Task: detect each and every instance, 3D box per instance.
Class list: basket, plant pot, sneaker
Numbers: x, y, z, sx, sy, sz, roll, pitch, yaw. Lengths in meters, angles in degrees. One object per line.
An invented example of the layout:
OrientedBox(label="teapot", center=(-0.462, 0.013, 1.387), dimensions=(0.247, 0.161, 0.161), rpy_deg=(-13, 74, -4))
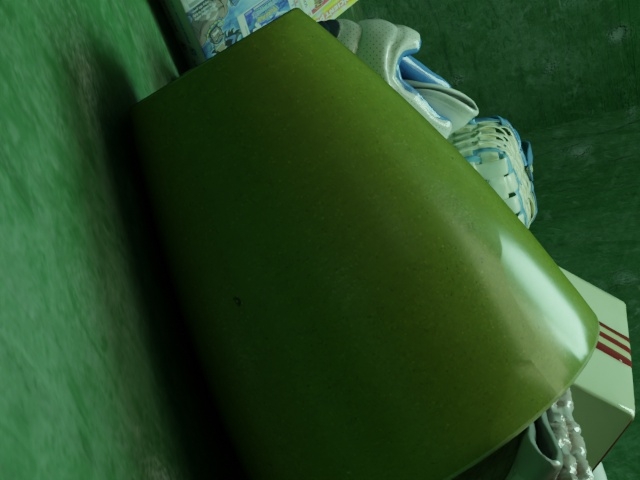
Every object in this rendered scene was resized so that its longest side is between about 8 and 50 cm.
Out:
OrientedBox(label="basket", center=(0.195, -0.080, 1.851), dimensions=(0.289, 0.255, 0.201), rpy_deg=(-76, 150, -66))
OrientedBox(label="plant pot", center=(0.000, 0.000, 0.860), dimensions=(0.293, 0.275, 0.275), rpy_deg=(58, 11, -9))
OrientedBox(label="sneaker", center=(0.032, -0.043, 1.075), dimensions=(0.130, 0.236, 0.322), rpy_deg=(-93, 166, -52))

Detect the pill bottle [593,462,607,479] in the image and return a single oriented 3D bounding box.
OrientedBox(label="pill bottle", center=(0.183, 0.334, 1.333), dimensions=(0.162, 0.278, 0.162), rpy_deg=(-14, 90, -81))

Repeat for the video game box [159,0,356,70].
OrientedBox(label="video game box", center=(-0.049, -0.247, 1.059), dimensions=(0.048, 0.205, 0.187), rpy_deg=(32, -25, 41))

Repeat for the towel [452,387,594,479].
OrientedBox(label="towel", center=(0.076, 0.218, 0.913), dimensions=(0.053, 0.317, 0.332), rpy_deg=(33, 15, -4))

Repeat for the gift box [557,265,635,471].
OrientedBox(label="gift box", center=(0.129, 0.128, 1.210), dimensions=(0.255, 0.258, 0.276), rpy_deg=(-60, -176, 22))
